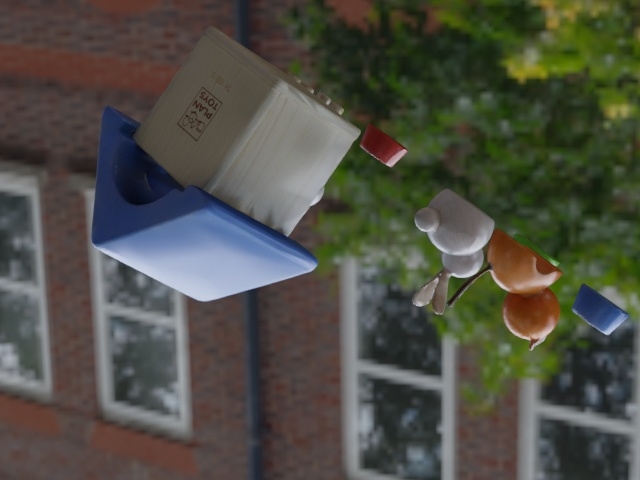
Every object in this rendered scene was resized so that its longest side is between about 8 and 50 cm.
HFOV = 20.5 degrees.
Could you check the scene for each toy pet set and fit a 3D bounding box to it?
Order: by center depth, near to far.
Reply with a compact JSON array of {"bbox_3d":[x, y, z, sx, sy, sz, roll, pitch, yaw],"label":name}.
[{"bbox_3d":[0.000,0.000,0.488,0.114,0.065,0.122,29,-172,-42],"label":"toy pet set"}]
